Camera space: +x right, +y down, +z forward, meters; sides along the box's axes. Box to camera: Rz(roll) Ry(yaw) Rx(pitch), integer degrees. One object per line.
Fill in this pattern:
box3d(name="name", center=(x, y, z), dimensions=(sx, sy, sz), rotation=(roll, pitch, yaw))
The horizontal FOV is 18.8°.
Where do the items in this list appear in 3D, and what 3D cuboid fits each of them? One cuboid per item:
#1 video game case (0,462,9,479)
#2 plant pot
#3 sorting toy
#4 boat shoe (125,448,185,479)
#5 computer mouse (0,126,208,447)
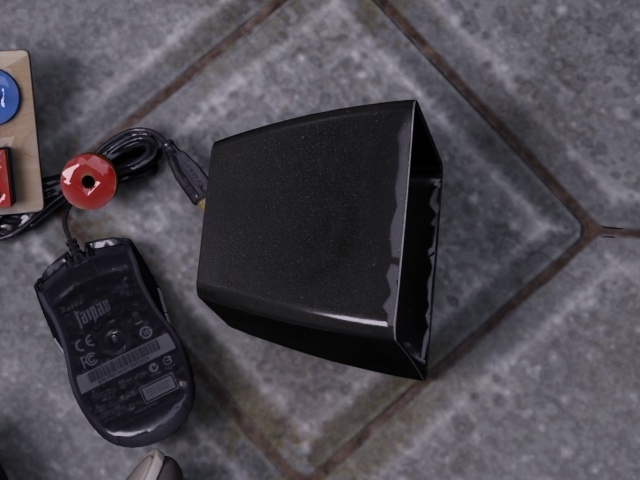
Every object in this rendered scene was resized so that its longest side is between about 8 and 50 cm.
box3d(name="video game case", center=(-0.316, 0.298, 1.457), dimensions=(0.248, 0.035, 0.274), rotation=(-33, 68, 9))
box3d(name="plant pot", center=(0.000, 0.000, 1.536), dimensions=(0.167, 0.188, 0.187), rotation=(3, 76, 12))
box3d(name="sorting toy", center=(-0.304, -0.081, 1.542), dimensions=(0.275, 0.046, 0.132), rotation=(-4, 98, -1))
box3d(name="boat shoe", center=(-0.165, 0.328, 1.487), dimensions=(0.096, 0.112, 0.335), rotation=(26, 82, -14))
box3d(name="computer mouse", center=(-0.145, 0.036, 1.578), dimensions=(0.184, 0.060, 0.262), rotation=(-31, 68, -5))
